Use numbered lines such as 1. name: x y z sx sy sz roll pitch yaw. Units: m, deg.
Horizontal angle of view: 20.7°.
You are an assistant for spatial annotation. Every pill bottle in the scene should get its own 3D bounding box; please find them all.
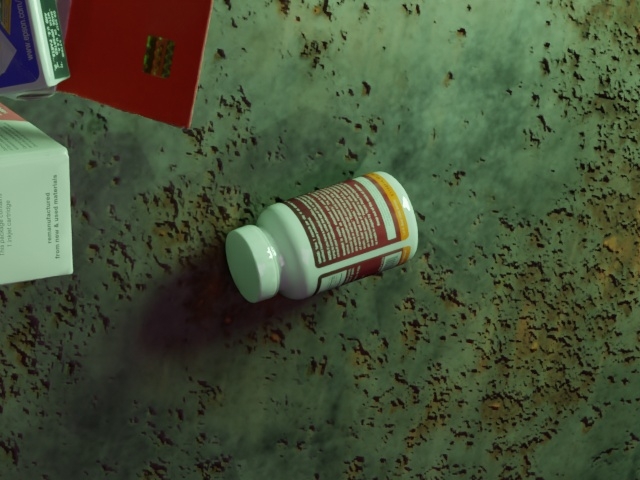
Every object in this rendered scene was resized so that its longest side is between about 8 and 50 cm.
1. pill bottle: 0.000 0.000 1.504 0.152 0.086 0.086 -18 115 -24

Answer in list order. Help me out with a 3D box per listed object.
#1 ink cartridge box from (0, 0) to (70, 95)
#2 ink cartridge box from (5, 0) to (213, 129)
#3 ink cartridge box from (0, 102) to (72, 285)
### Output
1. ink cartridge box: -0.291 -0.194 1.225 0.208 0.045 0.206 -7 98 17
2. ink cartridge box: -0.183 -0.233 1.238 0.060 0.239 0.275 -13 118 -62
3. ink cartridge box: -0.319 -0.027 1.261 0.237 0.172 0.100 -9 111 -27
